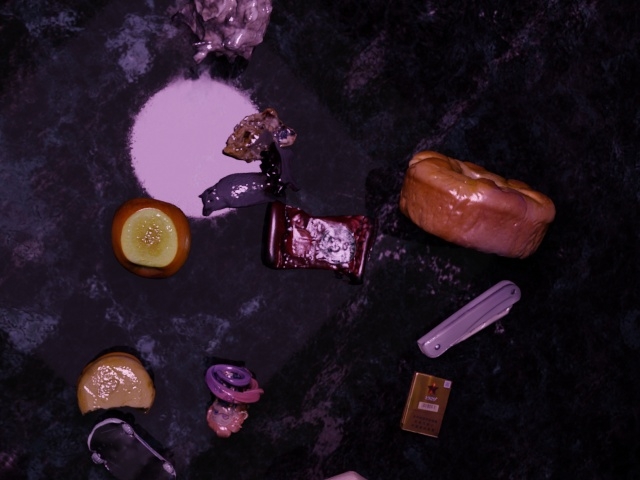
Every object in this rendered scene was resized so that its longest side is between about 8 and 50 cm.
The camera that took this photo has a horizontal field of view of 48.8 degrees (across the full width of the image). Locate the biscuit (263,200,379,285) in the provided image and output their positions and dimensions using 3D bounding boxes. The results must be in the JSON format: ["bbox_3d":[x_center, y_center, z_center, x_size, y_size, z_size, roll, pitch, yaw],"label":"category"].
[{"bbox_3d":[-0.002,0.006,1.496,0.235,0.063,0.151,9,88,4],"label":"biscuit"}]

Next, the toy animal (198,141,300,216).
[{"bbox_3d":[-0.146,-0.108,1.465,0.210,0.117,0.121,-22,59,15],"label":"toy animal"}]

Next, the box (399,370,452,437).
[{"bbox_3d":[0.238,0.370,1.592,0.090,0.023,0.133,14,90,-14],"label":"box"}]

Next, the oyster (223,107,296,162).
[{"bbox_3d":[-0.131,-0.213,1.468,0.148,0.051,0.103,-36,99,-8],"label":"oyster"}]

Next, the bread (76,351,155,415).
[{"bbox_3d":[-0.410,0.289,1.421,0.156,0.086,0.125,4,82,-16],"label":"bread"}]

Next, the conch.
[{"bbox_3d":[-0.169,-0.488,1.355,0.186,0.240,0.313,25,74,-25],"label":"conch"}]

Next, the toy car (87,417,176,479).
[{"bbox_3d":[-0.386,0.448,1.446,0.095,0.056,0.205,-44,97,-6],"label":"toy car"}]

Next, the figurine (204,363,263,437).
[{"bbox_3d":[-0.184,0.331,1.468,0.126,0.114,0.157,13,123,18],"label":"figurine"}]

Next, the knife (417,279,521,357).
[{"bbox_3d":[0.341,0.180,1.595,0.265,0.040,0.073,-32,110,-9],"label":"knife"}]

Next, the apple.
[{"bbox_3d":[-0.328,-0.002,1.378,0.146,0.163,0.147,5,77,-4],"label":"apple"}]

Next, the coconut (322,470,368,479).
[{"bbox_3d":[0.051,0.610,1.459,0.265,0.237,0.237,-20,97,-5],"label":"coconut"}]

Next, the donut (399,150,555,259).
[{"bbox_3d":[0.318,-0.074,1.458,0.317,0.299,0.150,22,103,11],"label":"donut"}]
